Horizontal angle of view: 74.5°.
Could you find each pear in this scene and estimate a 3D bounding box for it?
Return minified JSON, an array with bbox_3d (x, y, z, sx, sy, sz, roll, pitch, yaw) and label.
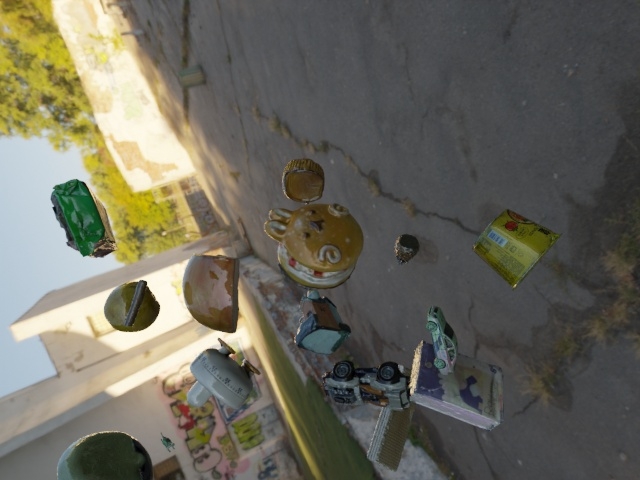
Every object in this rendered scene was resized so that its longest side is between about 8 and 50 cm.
[{"bbox_3d":[-0.760,0.272,1.692,0.209,0.209,0.209,56,158,36],"label":"pear"}]

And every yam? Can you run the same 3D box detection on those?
[{"bbox_3d":[-0.561,0.191,1.282,0.032,0.032,0.145,6,77,71],"label":"yam"}]

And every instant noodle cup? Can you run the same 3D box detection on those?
[{"bbox_3d":[0.488,0.013,1.068,0.144,0.182,0.182,42,152,24],"label":"instant noodle cup"}]

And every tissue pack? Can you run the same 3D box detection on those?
[{"bbox_3d":[0.528,0.558,1.635,0.125,0.343,0.242,105,-174,-45],"label":"tissue pack"}]

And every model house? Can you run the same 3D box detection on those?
[{"bbox_3d":[-0.017,0.351,1.953,0.184,0.253,0.291,-44,46,27],"label":"model house"}]

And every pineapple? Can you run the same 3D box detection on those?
[{"bbox_3d":[0.364,0.048,1.823,0.108,0.108,0.198,62,169,22],"label":"pineapple"}]

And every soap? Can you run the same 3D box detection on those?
[{"bbox_3d":[-0.633,-0.052,1.139,0.218,0.098,0.273,66,160,0],"label":"soap"}]

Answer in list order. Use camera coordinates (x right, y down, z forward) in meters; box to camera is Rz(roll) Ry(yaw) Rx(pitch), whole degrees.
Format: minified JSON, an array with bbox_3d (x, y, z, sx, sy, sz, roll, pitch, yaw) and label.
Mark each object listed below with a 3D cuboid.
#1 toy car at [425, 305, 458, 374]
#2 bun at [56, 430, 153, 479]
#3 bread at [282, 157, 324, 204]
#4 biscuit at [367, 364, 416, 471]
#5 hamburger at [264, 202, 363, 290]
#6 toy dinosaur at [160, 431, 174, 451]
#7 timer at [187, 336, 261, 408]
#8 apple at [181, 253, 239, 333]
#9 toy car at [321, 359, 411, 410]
[{"bbox_3d":[0.393,0.316,1.343,0.076,0.090,0.224,-8,107,26],"label":"toy car"},{"bbox_3d":[-0.687,0.761,1.324,0.187,0.293,0.293,-62,31,6],"label":"bun"},{"bbox_3d":[-0.072,-0.261,1.814,0.199,0.199,0.104,89,-177,-47],"label":"bread"},{"bbox_3d":[0.336,0.771,1.848,0.144,0.426,0.078,35,153,-21],"label":"biscuit"},{"bbox_3d":[-0.018,-0.004,1.311,0.302,0.261,0.186,21,146,10],"label":"hamburger"},{"bbox_3d":[-0.434,0.558,1.177,0.062,0.021,0.083,-6,111,47],"label":"toy dinosaur"},{"bbox_3d":[-0.357,0.491,1.450,0.233,0.240,0.233,37,163,13],"label":"timer"},{"bbox_3d":[-0.418,0.211,1.692,0.314,0.252,0.309,4,86,37],"label":"apple"},{"bbox_3d":[0.152,0.497,1.411,0.193,0.301,0.118,72,-160,-43],"label":"toy car"}]
